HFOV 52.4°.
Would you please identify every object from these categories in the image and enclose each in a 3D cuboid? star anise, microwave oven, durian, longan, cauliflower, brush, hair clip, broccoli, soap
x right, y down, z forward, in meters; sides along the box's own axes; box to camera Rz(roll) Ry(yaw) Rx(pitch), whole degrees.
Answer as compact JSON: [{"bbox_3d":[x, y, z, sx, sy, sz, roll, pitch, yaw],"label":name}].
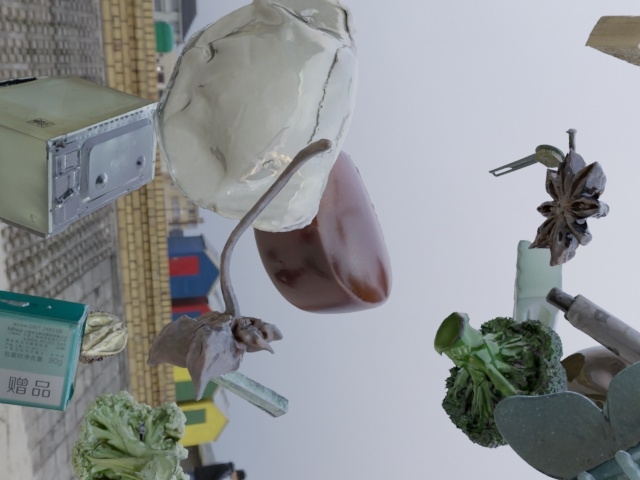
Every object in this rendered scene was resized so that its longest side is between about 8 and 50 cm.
[{"bbox_3d":[0.472,-0.076,1.221,0.230,0.081,0.262,169,-69,-86],"label":"star anise"},{"bbox_3d":[-0.615,-0.208,1.504,0.394,0.333,0.247,-46,154,-59],"label":"microwave oven"},{"bbox_3d":[-0.086,0.022,0.651,0.148,0.219,0.227,-74,158,-84],"label":"star anise"},{"bbox_3d":[-0.478,0.216,1.371,0.071,0.110,0.140,-46,-176,43],"label":"durian"},{"bbox_3d":[0.704,0.431,1.611,0.361,0.361,0.360,176,-90,-75],"label":"longan"},{"bbox_3d":[-0.388,0.480,1.442,0.326,0.281,0.260,64,29,-23],"label":"cauliflower"},{"bbox_3d":[0.441,-0.164,1.427,0.027,0.062,0.266,-61,-170,-11],"label":"brush"},{"bbox_3d":[0.460,0.371,0.948,0.318,0.238,0.392,-40,-105,24],"label":"hair clip"},{"bbox_3d":[0.352,0.280,1.359,0.297,0.297,0.297,-48,-160,23],"label":"broccoli"},{"bbox_3d":[0.593,0.173,1.796,0.347,0.115,0.208,69,29,-55],"label":"soap"}]

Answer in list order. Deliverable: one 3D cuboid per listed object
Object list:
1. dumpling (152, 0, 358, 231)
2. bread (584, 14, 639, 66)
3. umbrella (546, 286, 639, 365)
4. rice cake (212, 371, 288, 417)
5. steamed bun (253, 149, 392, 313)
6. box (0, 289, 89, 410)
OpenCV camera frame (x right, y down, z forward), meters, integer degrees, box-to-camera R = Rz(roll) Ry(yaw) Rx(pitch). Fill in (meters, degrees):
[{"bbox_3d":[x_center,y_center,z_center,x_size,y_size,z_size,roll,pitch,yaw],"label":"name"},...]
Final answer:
[{"bbox_3d":[-0.083,-0.197,0.880,0.181,0.260,0.340,-88,-169,-84],"label":"dumpling"},{"bbox_3d":[0.619,-0.388,1.284,0.077,0.105,0.152,-58,-154,6],"label":"bread"},{"bbox_3d":[0.650,0.211,1.426,0.337,0.073,0.067,36,-7,15],"label":"umbrella"},{"bbox_3d":[-0.151,0.288,1.272,0.043,0.211,0.034,-33,-146,35],"label":"rice cake"},{"bbox_3d":[0.000,0.000,1.453,0.235,0.248,0.379,-9,-71,35],"label":"steamed bun"},{"bbox_3d":[-0.499,0.162,1.006,0.092,0.245,0.153,-124,-133,-74],"label":"box"}]
